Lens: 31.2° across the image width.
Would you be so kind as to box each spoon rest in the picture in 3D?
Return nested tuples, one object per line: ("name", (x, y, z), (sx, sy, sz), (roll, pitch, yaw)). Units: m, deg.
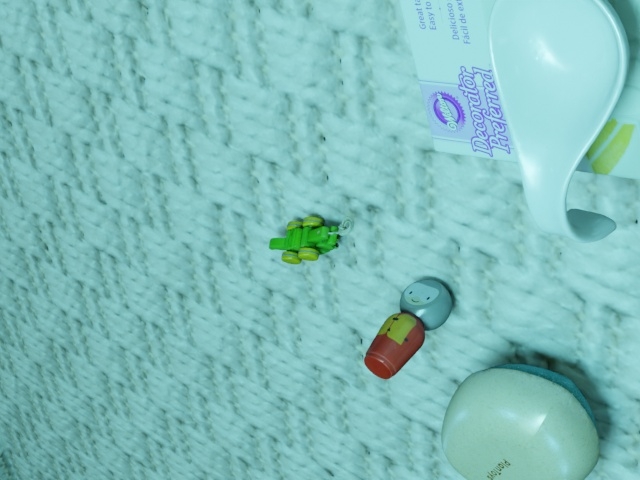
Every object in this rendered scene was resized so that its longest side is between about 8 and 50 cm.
("spoon rest", (0.218, -0.108, 1.029), (0.137, 0.084, 0.276), (16, 134, 39))

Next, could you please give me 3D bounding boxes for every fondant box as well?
("fondant box", (0.239, -0.188, 1.088), (0.330, 0.096, 0.238), (13, 131, 42))

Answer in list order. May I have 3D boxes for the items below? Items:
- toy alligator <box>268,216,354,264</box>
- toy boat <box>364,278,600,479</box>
("toy alligator", (0.000, 0.000, 1.570), (0.051, 0.056, 0.190), (20, 160, -34))
("toy boat", (0.210, 0.188, 1.445), (0.318, 0.148, 0.267), (39, 149, 3))
